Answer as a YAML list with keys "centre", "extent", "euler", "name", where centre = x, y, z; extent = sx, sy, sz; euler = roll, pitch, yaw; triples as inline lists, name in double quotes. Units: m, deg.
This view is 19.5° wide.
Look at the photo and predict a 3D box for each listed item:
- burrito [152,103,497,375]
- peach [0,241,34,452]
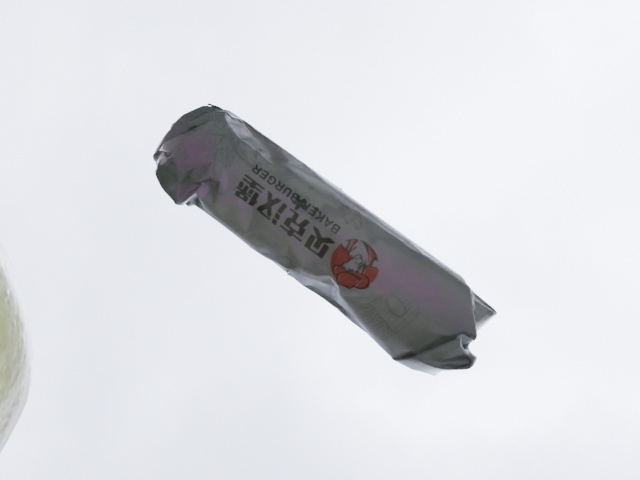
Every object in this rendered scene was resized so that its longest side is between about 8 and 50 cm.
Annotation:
- centre: [0.000, 0.000, 0.974]
  extent: [0.203, 0.064, 0.064]
  euler: [35, -90, 5]
  name: "burrito"
- centre: [-0.372, 0.077, 1.492]
  extent: [0.314, 0.315, 0.281]
  euler: [33, -99, 16]
  name: "peach"
